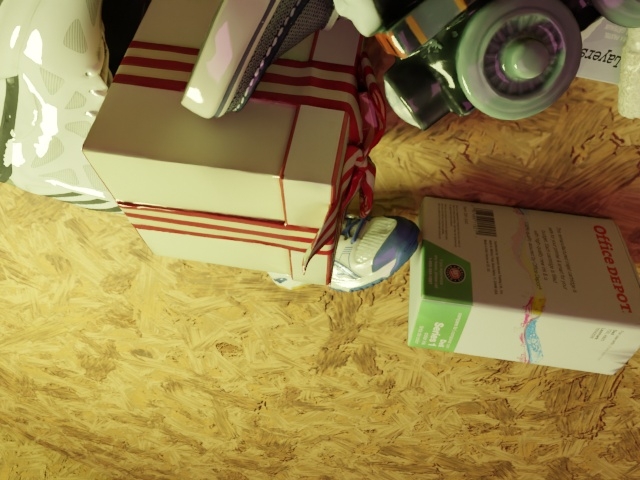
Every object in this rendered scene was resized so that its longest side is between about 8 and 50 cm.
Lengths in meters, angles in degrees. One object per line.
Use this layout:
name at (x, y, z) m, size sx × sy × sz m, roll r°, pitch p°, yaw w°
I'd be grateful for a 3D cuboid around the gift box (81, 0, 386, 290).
gift box at (-0.065, -0.083, 0.554) m, size 0.258 × 0.276 × 0.255 m, roll 7°, pitch 158°, yaw 4°

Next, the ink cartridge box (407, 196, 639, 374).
ink cartridge box at (0.271, 0.057, 0.695) m, size 0.279 × 0.201 × 0.117 m, roll 8°, pitch 135°, yaw 5°

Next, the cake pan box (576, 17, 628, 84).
cake pan box at (0.283, -0.268, 0.440) m, size 0.267 × 0.070 × 0.245 m, roll 9°, pitch 138°, yaw -10°

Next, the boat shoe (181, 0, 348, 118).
boat shoe at (0.028, -0.227, 0.414) m, size 0.158 × 0.127 × 0.340 m, roll 28°, pitch 93°, yaw -22°

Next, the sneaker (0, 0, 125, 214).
sneaker at (-0.262, -0.179, 0.604) m, size 0.258 × 0.169 × 0.448 m, roll 22°, pitch 144°, yaw -31°

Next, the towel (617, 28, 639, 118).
towel at (0.409, -0.213, 0.417) m, size 0.283 × 0.049 × 0.187 m, roll -14°, pitch 134°, yaw 14°

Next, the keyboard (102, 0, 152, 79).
keyboard at (-0.340, -0.248, 0.646) m, size 0.202 × 0.033 × 0.317 m, roll 20°, pitch 135°, yaw -17°

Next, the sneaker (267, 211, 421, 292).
sneaker at (0.000, 0.000, 0.738) m, size 0.297 × 0.111 × 0.131 m, roll -12°, pitch 125°, yaw 40°

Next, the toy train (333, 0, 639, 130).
toy train at (0.158, -0.223, 0.312) m, size 0.334 × 0.142 × 0.190 m, roll -36°, pitch 107°, yaw 16°
